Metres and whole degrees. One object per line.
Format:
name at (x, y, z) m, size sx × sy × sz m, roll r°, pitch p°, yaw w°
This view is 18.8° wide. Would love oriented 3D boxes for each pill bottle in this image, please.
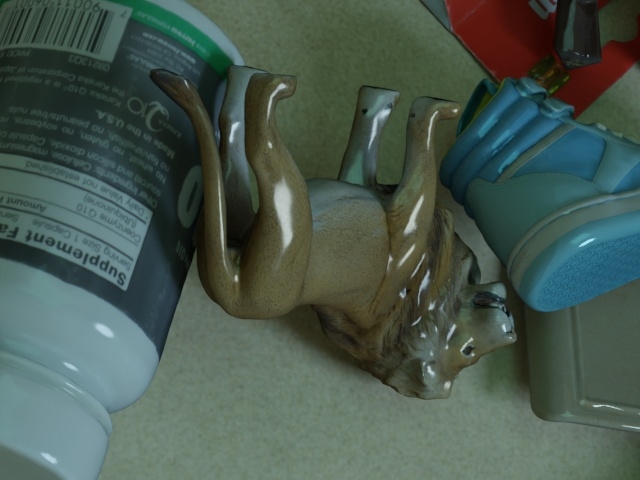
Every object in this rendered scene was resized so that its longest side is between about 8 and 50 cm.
pill bottle at (-0.195, 0.001, 1.396) m, size 0.204 × 0.204 × 0.361 m, roll 24°, pitch 64°, yaw -15°

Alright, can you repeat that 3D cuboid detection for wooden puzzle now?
wooden puzzle at (0.286, 0.071, 1.670) m, size 0.239 × 0.044 × 0.221 m, roll 8°, pitch 61°, yaw -16°

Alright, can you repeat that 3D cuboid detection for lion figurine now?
lion figurine at (0.000, 0.000, 1.441) m, size 0.392 × 0.142 × 0.240 m, roll 5°, pitch 97°, yaw -47°

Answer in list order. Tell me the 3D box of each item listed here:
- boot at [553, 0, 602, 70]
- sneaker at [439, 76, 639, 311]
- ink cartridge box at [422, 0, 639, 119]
boot at (0.210, -0.211, 1.707) m, size 0.106 × 0.037 × 0.114 m, roll 7°, pitch 86°, yaw -30°
sneaker at (0.238, -0.069, 1.633) m, size 0.319 × 0.127 × 0.208 m, roll -13°, pitch 53°, yaw -40°
ink cartridge box at (0.190, -0.329, 1.752) m, size 0.385 × 0.091 × 0.308 m, roll 49°, pitch 60°, yaw 0°
